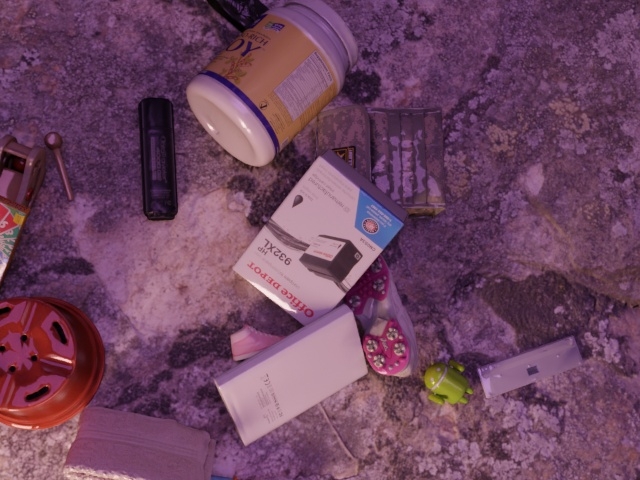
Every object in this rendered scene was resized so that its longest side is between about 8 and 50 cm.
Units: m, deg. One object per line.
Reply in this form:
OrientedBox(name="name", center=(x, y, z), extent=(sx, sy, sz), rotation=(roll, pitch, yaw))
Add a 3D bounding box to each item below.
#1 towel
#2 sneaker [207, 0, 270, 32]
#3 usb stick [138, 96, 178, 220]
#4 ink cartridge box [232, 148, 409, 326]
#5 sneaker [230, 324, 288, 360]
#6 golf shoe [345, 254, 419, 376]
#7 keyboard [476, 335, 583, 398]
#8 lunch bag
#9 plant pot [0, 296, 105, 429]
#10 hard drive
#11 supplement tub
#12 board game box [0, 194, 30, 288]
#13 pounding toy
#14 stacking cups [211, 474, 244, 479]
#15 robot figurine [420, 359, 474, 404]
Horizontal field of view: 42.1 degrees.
OrientedBox(name="towel", center=(-0.347, 0.417, 1.628), extent=(0.282, 0.187, 0.049), rotation=(13, 114, -9))
OrientedBox(name="sneaker", center=(-0.185, -0.547, 1.929), extent=(0.170, 0.051, 0.089), rotation=(42, 74, -5))
OrientedBox(name="usb stick", center=(-0.355, -0.181, 1.818), extent=(0.077, 0.045, 0.278), rotation=(-1, 78, -19))
OrientedBox(name="ink cartridge box", center=(0.000, 0.000, 1.733), extent=(0.223, 0.129, 0.307), rotation=(39, 107, -1))
OrientedBox(name="sneaker", center=(-0.129, 0.207, 1.777), extent=(0.134, 0.051, 0.070), rotation=(-14, 87, -10))
OrientedBox(name="golf shoe", center=(0.137, 0.162, 1.823), extent=(0.115, 0.140, 0.306), rotation=(-24, 60, 21))
OrientedBox(name="keyboard", center=(0.483, 0.289, 1.907), extent=(0.256, 0.014, 0.072), rotation=(-16, 87, -14))
OrientedBox(name="lunch bag", center=(0.124, -0.172, 1.853), extent=(0.287, 0.169, 0.235), rotation=(0, 82, -4))
OrientedBox(name="plant pot", center=(-0.555, 0.222, 1.577), extent=(0.272, 0.265, 0.272), rotation=(3, 77, -11))
OrientedBox(name="hard drive", center=(-0.053, 0.280, 1.717), extent=(0.307, 0.203, 0.040), rotation=(-29, 42, -16))
OrientedBox(name="supplement tub", center=(-0.099, -0.350, 1.804), extent=(0.241, 0.241, 0.331), rotation=(43, 73, 0))
OrientedBox(name="board game box", center=(-0.673, 0.023, 1.639), extent=(0.124, 0.039, 0.259), rotation=(26, 115, -7))
OrientedBox(name="pounding toy", center=(-0.592, -0.113, 1.698), extent=(0.155, 0.154, 0.269), rotation=(20, 75, -6))
OrientedBox(name="stacking cups", center=(-0.210, 0.507, 1.676), extent=(0.316, 0.096, 0.096), rotation=(8, 77, -10))
OrientedBox(name="robot figurine", center=(0.279, 0.314, 1.829), extent=(0.115, 0.067, 0.101), rotation=(35, 80, -3))
